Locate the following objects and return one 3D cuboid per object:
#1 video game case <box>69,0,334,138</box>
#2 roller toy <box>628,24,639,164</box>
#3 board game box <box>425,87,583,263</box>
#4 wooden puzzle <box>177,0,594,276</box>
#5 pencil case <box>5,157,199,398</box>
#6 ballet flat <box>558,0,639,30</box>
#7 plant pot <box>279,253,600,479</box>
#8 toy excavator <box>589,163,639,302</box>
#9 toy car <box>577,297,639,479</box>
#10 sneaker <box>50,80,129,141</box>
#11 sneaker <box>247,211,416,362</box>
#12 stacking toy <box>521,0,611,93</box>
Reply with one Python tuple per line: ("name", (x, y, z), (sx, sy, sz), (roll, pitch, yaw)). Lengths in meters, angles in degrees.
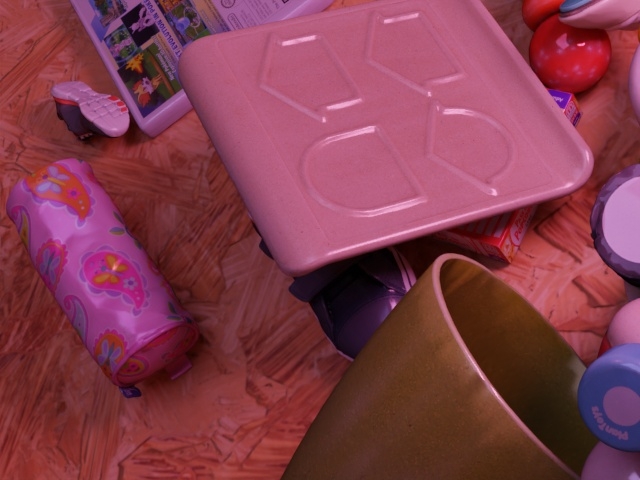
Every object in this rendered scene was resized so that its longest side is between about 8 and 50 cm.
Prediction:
("video game case", (-0.173, -0.333, 1.817), (0.300, 0.036, 0.329), (-36, 54, 6))
("roller toy", (0.408, -0.148, 1.342), (0.191, 0.146, 0.209), (-2, 63, 26))
("board game box", (0.180, -0.084, 1.489), (0.147, 0.045, 0.193), (17, 73, 34))
("wooden puzzle", (0.062, -0.119, 1.438), (0.348, 0.080, 0.322), (-18, 56, -17))
("pencil case", (-0.252, 0.038, 1.572), (0.124, 0.124, 0.284), (-39, 67, 3))
("ballet flat", (0.348, -0.272, 1.444), (0.086, 0.086, 0.248), (26, 54, 35))
("plant pot", (0.095, 0.208, 1.264), (0.293, 0.275, 0.275), (-42, 52, 20))
("toy excavator", (0.484, 0.125, 1.143), (0.433, 0.222, 0.445), (-17, 71, 21))
("toy car", (0.286, 0.181, 1.038), (0.210, 0.219, 0.238), (29, 119, 22))
("sneaker", (-0.297, -0.157, 1.777), (0.061, 0.065, 0.158), (-16, 34, -32))
("sneaker", (0.000, 0.000, 1.478), (0.126, 0.127, 0.321), (-41, 50, 22))
("stacking toy", (0.260, -0.316, 1.526), (0.141, 0.141, 0.330), (-14, 62, 21))
